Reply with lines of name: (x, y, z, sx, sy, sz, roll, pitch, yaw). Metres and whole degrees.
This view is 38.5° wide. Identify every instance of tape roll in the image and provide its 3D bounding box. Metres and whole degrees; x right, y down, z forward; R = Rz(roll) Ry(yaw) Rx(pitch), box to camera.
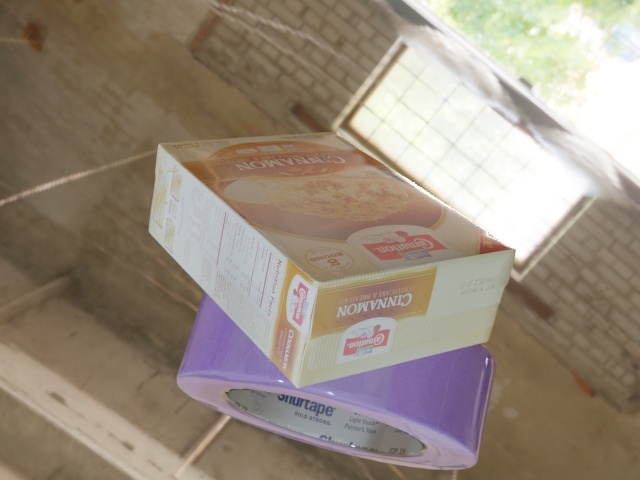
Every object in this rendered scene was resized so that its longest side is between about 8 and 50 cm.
tape roll: (0.014, 0.125, 0.825, 0.275, 0.275, 0.090, 28, -113, -28)

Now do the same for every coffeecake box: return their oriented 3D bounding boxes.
coffeecake box: (0.000, 0.000, 0.564, 0.142, 0.068, 0.185, -8, -149, -35)
